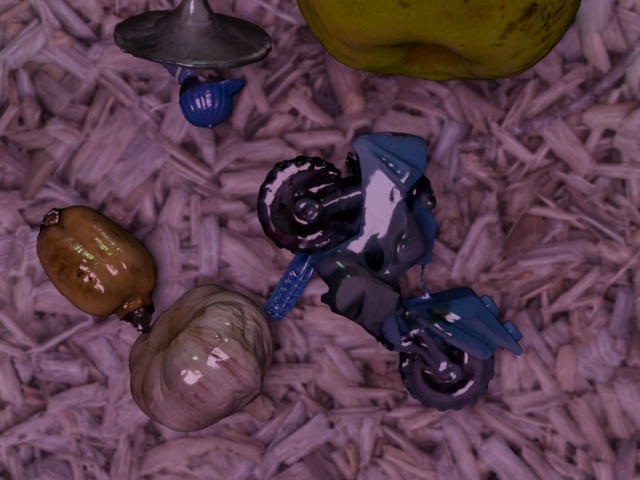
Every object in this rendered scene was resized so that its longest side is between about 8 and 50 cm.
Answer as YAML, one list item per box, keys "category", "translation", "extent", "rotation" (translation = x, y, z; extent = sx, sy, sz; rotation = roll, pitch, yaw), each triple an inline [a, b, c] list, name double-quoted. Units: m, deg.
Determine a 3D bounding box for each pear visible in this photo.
- category: "pear"
  translation: [0.140, -0.380, 1.585]
  extent: [0.391, 0.391, 0.391]
  rotation: [1, 96, 9]

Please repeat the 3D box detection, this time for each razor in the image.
- category: "razor"
  translation: [0.000, 0.000, 1.800]
  extent: [0.082, 0.042, 0.253]
  rotation: [27, 102, -28]

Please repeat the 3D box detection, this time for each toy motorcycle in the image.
- category: "toy motorcycle"
  translation: [0.113, 0.026, 1.716]
  extent: [0.232, 0.172, 0.416]
  rotation: [-40, 102, 5]

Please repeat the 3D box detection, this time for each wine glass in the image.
- category: "wine glass"
  translation: [-0.143, -0.428, 1.611]
  extent: [0.267, 0.267, 0.406]
  rotation: [9, 117, 8]

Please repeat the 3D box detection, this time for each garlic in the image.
- category: "garlic"
  translation: [-0.133, 0.182, 1.779]
  extent: [0.218, 0.218, 0.212]
  rotation: [-39, 118, 10]

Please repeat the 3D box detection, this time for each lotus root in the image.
- category: "lotus root"
  translation: [-0.293, 0.041, 1.804]
  extent: [0.221, 0.118, 0.125]
  rotation: [43, 86, 11]

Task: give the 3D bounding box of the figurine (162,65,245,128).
- category: "figurine"
  translation: [-0.169, -0.223, 1.785]
  extent: [0.149, 0.087, 0.086]
  rotation: [53, 138, 1]
